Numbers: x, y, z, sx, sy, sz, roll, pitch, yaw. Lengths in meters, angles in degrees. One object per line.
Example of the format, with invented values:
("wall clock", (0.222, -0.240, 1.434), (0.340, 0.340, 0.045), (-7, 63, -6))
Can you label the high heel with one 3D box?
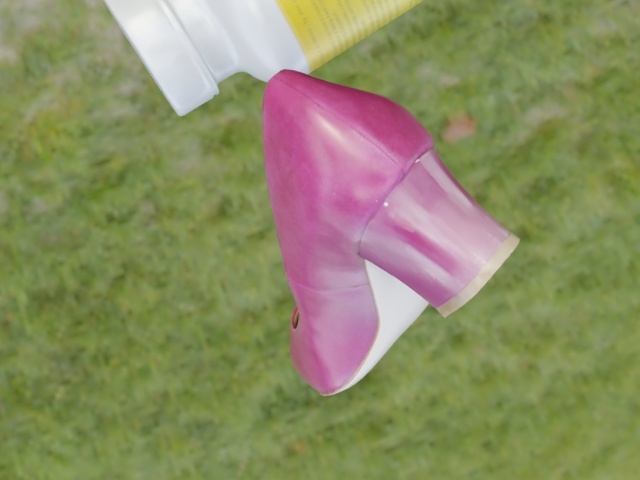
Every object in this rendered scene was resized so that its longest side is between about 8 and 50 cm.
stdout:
("high heel", (0.000, 0.000, 0.760), (0.082, 0.117, 0.244), (-49, -179, -15))

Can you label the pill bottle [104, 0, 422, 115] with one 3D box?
("pill bottle", (-0.006, -0.136, 0.765), (0.184, 0.103, 0.103), (-33, 151, -3))
